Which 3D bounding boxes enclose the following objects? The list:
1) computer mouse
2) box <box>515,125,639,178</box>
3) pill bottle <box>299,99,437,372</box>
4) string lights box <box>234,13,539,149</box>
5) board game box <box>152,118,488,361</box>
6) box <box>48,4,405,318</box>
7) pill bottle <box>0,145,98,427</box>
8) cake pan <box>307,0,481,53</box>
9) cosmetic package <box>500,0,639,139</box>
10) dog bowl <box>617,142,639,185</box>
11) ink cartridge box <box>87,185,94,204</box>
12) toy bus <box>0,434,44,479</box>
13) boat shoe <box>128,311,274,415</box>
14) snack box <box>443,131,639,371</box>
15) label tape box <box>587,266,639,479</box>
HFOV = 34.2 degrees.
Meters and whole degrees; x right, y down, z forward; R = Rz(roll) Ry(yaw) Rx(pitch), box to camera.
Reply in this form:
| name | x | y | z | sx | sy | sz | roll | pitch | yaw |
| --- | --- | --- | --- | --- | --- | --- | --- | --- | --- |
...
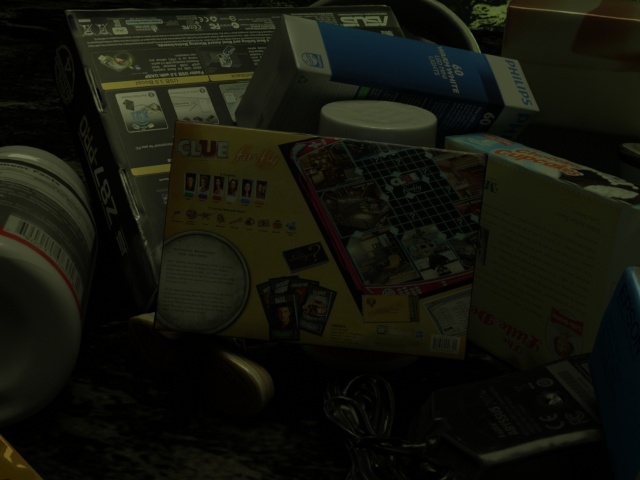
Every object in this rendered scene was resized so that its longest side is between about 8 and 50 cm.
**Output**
| name | x | y | z | sx | sy | sz | roll | pitch | yaw |
| --- | --- | --- | --- | --- | --- | --- | --- | --- | --- |
| computer mouse | 0.144 | 0.147 | 0.763 | 0.272 | 0.072 | 0.188 | -9 | 20 | -5 |
| box | 0.358 | -0.084 | 1.271 | 0.345 | 0.168 | 0.215 | 2 | 20 | -5 |
| pill bottle | 0.043 | -0.005 | 0.918 | 0.121 | 0.221 | 0.121 | 4 | 20 | -1 |
| string lights box | 0.064 | -0.123 | 1.004 | 0.259 | 0.133 | 0.077 | 5 | 51 | -26 |
| board game box | 0.000 | 0.000 | 0.815 | 0.243 | 0.165 | 0.042 | 7 | 2 | -3 |
| box | -0.045 | -0.098 | 1.081 | 0.394 | 0.097 | 0.318 | -9 | 63 | -31 |
| pill bottle | -0.272 | 0.023 | 0.873 | 0.161 | 0.161 | 0.283 | 1 | 20 | -8 |
| cake pan | 0.058 | -0.175 | 1.283 | 0.293 | 0.293 | 0.054 | 11 | -17 | 17 |
| cosmetic package | 0.346 | -0.185 | 1.114 | 0.296 | 0.129 | 0.153 | 10 | 21 | 12 |
| dog bowl | 0.456 | 0.027 | 0.933 | 0.407 | 0.150 | 0.408 | 10 | 12 | -2 |
| ink cartridge box | -0.153 | -0.056 | 1.215 | 0.193 | 0.088 | 0.234 | -4 | 23 | -25 |
| toy bus | -0.209 | 0.185 | 0.519 | 0.104 | 0.202 | 0.191 | 42 | 24 | 11 |
| boat shoe | -0.091 | 0.092 | 0.862 | 0.059 | 0.063 | 0.170 | -22 | 32 | -39 |
| snack box | 0.221 | 0.036 | 0.893 | 0.060 | 0.187 | 0.322 | -10 | 25 | -34 |
| label tape box | 0.359 | 0.145 | 0.616 | 0.347 | 0.115 | 0.249 | 2 | 44 | -2 |
